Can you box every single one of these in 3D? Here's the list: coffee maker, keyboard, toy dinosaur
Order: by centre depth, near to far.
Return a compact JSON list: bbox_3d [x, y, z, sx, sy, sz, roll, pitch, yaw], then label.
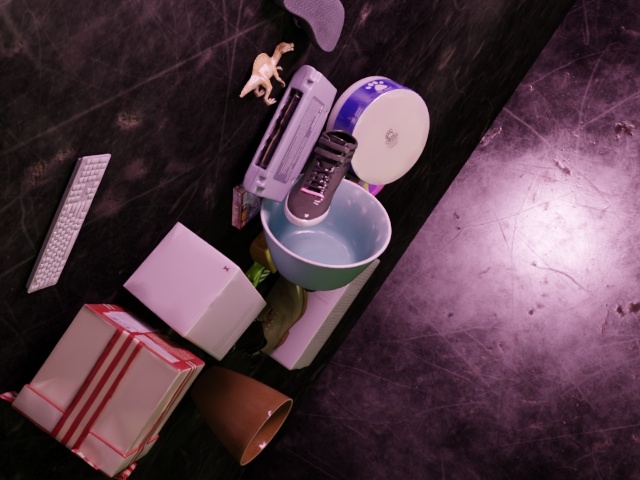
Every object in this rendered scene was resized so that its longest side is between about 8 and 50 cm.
[{"bbox_3d":[-0.406,-0.027,1.201,0.256,0.014,0.072,-61,163,19],"label":"keyboard"},{"bbox_3d":[-0.114,-0.310,1.435,0.183,0.053,0.092,-55,150,-30],"label":"toy dinosaur"},{"bbox_3d":[-0.228,0.259,1.984,0.120,0.171,0.178,-43,166,19],"label":"coffee maker"}]

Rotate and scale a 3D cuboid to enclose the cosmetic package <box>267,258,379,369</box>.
[{"bbox_3d":[-0.006,0.204,2.515,0.453,0.161,0.230,-56,164,3],"label":"cosmetic package"}]

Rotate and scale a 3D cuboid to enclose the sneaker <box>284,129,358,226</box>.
[{"bbox_3d":[0.001,-0.156,1.708,0.295,0.105,0.146,-59,169,-50],"label":"sneaker"}]

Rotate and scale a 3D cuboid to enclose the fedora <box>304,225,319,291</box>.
[{"bbox_3d":[-0.007,-0.023,2.077,0.334,0.153,0.334,-46,155,-29],"label":"fedora"}]

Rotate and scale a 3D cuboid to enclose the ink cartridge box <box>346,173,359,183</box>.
[{"bbox_3d":[0.128,-0.265,2.069,0.209,0.109,0.062,-56,163,3],"label":"ink cartridge box"}]

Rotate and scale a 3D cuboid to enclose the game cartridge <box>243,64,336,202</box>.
[{"bbox_3d":[-0.063,-0.228,1.652,0.294,0.060,0.196,-63,161,4],"label":"game cartridge"}]

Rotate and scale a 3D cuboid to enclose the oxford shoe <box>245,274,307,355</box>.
[{"bbox_3d":[-0.139,0.233,2.277,0.130,0.123,0.348,-28,148,-47],"label":"oxford shoe"}]

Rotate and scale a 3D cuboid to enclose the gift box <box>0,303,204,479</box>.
[{"bbox_3d":[-0.405,0.277,1.390,0.258,0.255,0.276,-57,170,-2],"label":"gift box"}]

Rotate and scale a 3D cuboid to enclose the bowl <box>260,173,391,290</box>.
[{"bbox_3d":[0.000,0.000,1.786,0.311,0.312,0.163,-41,157,-40],"label":"bowl"}]

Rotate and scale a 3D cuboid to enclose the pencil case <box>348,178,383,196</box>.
[{"bbox_3d":[0.162,-0.196,2.325,0.236,0.104,0.104,-46,161,-27],"label":"pencil case"}]

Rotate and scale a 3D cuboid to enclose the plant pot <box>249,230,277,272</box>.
[{"bbox_3d":[-0.137,0.019,1.944,0.081,0.081,0.083,-51,151,-15],"label":"plant pot"}]

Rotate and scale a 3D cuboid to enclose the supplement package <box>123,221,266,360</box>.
[{"bbox_3d":[-0.260,0.118,1.606,0.177,0.175,0.293,-51,163,-11],"label":"supplement package"}]

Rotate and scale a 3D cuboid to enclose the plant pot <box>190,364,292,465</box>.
[{"bbox_3d":[-0.254,0.492,2.213,0.237,0.254,0.237,-49,163,-20],"label":"plant pot"}]

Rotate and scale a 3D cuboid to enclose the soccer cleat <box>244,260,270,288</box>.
[{"bbox_3d":[-0.157,0.071,2.030,0.179,0.060,0.072,-49,173,2],"label":"soccer cleat"}]

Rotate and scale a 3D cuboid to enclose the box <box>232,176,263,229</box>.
[{"bbox_3d":[-0.164,-0.099,1.716,0.094,0.027,0.137,-48,162,-33],"label":"box"}]

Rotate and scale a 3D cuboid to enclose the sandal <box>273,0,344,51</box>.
[{"bbox_3d":[-0.022,-0.444,1.422,0.097,0.054,0.254,-63,154,0],"label":"sandal"}]

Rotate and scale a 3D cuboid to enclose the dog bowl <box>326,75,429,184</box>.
[{"bbox_3d":[0.149,-0.279,1.916,0.265,0.104,0.264,-20,127,-29],"label":"dog bowl"}]
